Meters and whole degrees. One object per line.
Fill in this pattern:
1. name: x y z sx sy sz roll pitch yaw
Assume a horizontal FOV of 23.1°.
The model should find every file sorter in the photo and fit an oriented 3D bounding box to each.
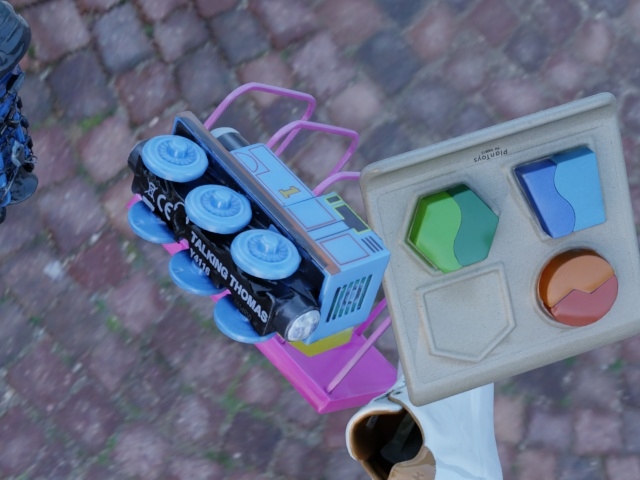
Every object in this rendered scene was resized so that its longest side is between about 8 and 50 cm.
1. file sorter: 0.000 0.000 1.561 0.290 0.202 0.182 46 108 19

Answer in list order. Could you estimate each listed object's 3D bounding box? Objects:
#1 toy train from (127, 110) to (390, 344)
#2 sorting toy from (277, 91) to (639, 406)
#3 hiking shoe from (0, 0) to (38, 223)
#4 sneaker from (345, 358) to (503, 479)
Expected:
1. toy train: -0.045 -0.008 0.991 0.105 0.080 0.184 -18 50 -37
2. sorting toy: 0.107 0.028 1.224 0.307 0.041 0.229 -17 117 -8
3. hiking shoe: -0.285 -0.099 1.339 0.132 0.304 0.113 36 58 -9
4. sneaker: 0.085 0.148 1.401 0.123 0.290 0.106 24 112 -14
